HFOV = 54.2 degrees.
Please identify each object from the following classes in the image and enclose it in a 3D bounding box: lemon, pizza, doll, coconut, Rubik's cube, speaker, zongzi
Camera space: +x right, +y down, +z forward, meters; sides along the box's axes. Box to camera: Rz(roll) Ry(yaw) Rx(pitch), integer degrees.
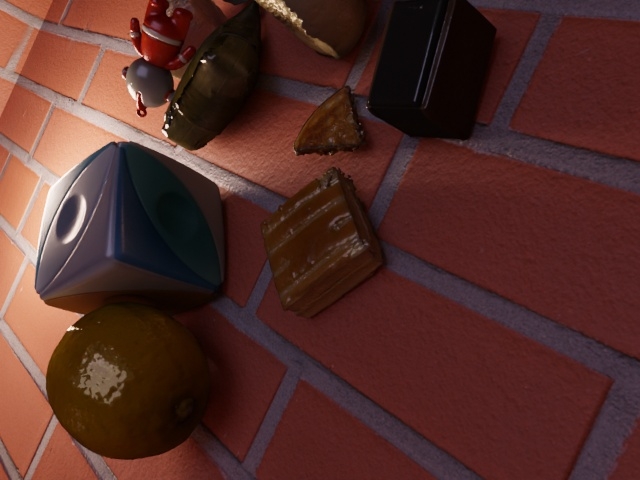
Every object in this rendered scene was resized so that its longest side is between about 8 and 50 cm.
[{"bbox_3d":[-0.411,0.331,1.419,0.364,0.364,0.364,-17,63,37],"label":"lemon"},{"bbox_3d":[0.036,-0.242,1.429,0.201,0.053,0.193,-44,48,6],"label":"pizza"},{"bbox_3d":[-0.454,-0.493,1.739,0.200,0.105,0.336,26,116,3],"label":"doll"},{"bbox_3d":[-0.412,-0.602,1.852,0.245,0.233,0.233,-31,55,25],"label":"coconut"},{"bbox_3d":[-0.475,-0.004,1.589,0.352,0.347,0.351,-21,61,35],"label":"Rubik's cube"},{"bbox_3d":[0.216,-0.331,1.218,0.153,0.193,0.230,13,87,43],"label":"speaker"},{"bbox_3d":[-0.292,-0.460,1.760,0.356,0.174,0.392,-43,28,37],"label":"zongzi"}]

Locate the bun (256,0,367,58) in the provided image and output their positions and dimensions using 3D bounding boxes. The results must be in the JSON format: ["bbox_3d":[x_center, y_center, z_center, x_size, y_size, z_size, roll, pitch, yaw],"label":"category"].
[{"bbox_3d":[-0.036,-0.595,1.448,0.202,0.364,0.364,-52,48,9],"label":"bun"}]

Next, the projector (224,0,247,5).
[{"bbox_3d":[-0.177,-0.794,1.771,0.250,0.108,0.198,2,63,42],"label":"projector"}]

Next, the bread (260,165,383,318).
[{"bbox_3d":[0.000,0.000,1.331,0.246,0.111,0.239,-36,54,26],"label":"bread"}]
